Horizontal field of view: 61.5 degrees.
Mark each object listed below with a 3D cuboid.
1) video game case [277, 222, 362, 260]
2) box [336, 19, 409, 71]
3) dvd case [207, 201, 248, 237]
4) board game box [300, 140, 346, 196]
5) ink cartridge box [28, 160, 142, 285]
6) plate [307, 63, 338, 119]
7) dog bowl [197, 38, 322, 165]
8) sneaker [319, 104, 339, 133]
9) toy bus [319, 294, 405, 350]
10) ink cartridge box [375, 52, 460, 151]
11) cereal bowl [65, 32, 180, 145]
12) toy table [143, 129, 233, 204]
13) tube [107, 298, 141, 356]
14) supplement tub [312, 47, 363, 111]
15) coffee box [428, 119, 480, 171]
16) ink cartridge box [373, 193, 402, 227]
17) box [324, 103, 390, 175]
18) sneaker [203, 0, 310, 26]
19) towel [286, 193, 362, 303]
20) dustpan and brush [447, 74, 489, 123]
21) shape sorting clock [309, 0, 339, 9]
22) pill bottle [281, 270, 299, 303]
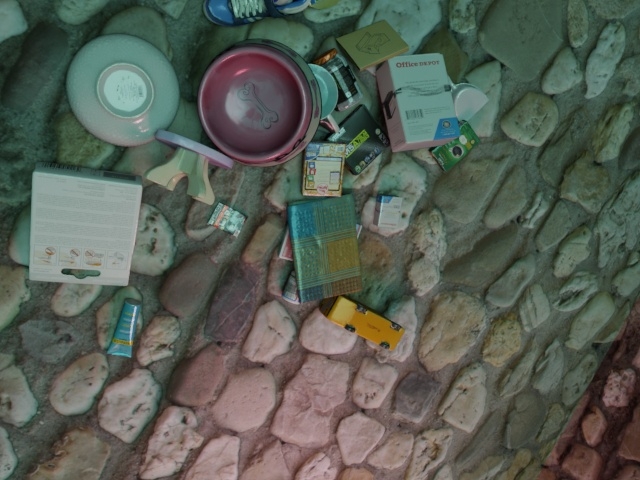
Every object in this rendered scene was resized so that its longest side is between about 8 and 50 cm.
[{"bbox_3d":[0.000,0.000,2.024,0.285,0.025,0.204,15,98,-24],"label":"video game case"},{"bbox_3d":[0.180,-0.677,1.858,0.201,0.164,0.021,-26,154,-13],"label":"box"},{"bbox_3d":[-0.325,-0.072,1.887,0.119,0.013,0.087,27,93,-24],"label":"dvd case"},{"bbox_3d":[0.009,-0.257,1.923,0.146,0.045,0.193,1,112,-12],"label":"board game box"},{"bbox_3d":[-0.750,-0.042,1.715,0.308,0.091,0.385,6,118,-23],"label":"ink cartridge box"},{"bbox_3d":[-0.035,-0.487,1.782,0.188,0.024,0.188,-1,95,-16],"label":"plate"},{"bbox_3d":[-0.202,-0.425,1.687,0.408,0.150,0.408,1,105,3],"label":"dog bowl"},{"bbox_3d":[-0.076,-0.436,1.844,0.296,0.104,0.147,40,89,-19],"label":"sneaker"},{"bbox_3d":[0.166,0.314,2.111,0.332,0.130,0.108,29,91,-25],"label":"toy bus"},{"bbox_3d":[0.346,-0.491,1.923,0.223,0.129,0.307,-11,87,-18],"label":"ink cartridge box"},{"bbox_3d":[-0.590,-0.451,1.619,0.339,0.141,0.339,-5,104,-19],"label":"cereal bowl"},{"bbox_3d":[-0.415,-0.224,1.699,0.274,0.252,0.161,21,86,-35],"label":"toy table"},{"bbox_3d":[-0.666,0.302,1.839,0.080,0.052,0.207,16,103,-13],"label":"tube"},{"bbox_3d":[0.057,-0.553,1.852,0.117,0.117,0.190,-36,114,-9],"label":"supplement tub"},{"bbox_3d":[0.524,-0.371,2.105,0.184,0.040,0.113,-43,115,4],"label":"coffee box"},{"bbox_3d":[0.259,-0.113,2.079,0.088,0.052,0.122,3,101,-21],"label":"ink cartridge box"},{"bbox_3d":[0.139,-0.367,1.971,0.190,0.045,0.184,-43,116,-6],"label":"box"},{"bbox_3d":[-0.185,-0.742,1.644,0.322,0.236,0.130,-13,108,-18],"label":"sneaker"},{"bbox_3d":[0.018,0.026,1.978,0.271,0.040,0.370,-9,97,-24],"label":"towel"},{"bbox_3d":[0.534,-0.568,2.070,0.147,0.060,0.211,-43,121,8],"label":"dustpan and brush"},{"bbox_3d":[-0.002,-0.879,1.785,0.206,0.040,0.206,-8,106,-29],"label":"shape sorting clock"},{"bbox_3d":[-0.086,0.161,2.004,0.078,0.078,0.137,22,95,-24],"label":"pill bottle"}]
